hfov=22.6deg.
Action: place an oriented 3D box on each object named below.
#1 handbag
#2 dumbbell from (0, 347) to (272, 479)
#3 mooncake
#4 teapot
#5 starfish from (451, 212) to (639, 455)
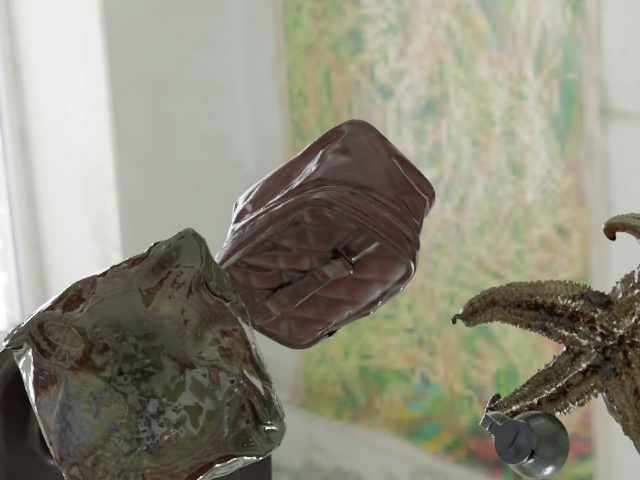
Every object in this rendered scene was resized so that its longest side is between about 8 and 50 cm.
[{"bbox_3d":[0.000,0.000,1.543,0.225,0.146,0.135,-33,-153,39],"label":"handbag"},{"bbox_3d":[-0.141,0.144,1.115,0.124,0.140,0.225,-12,-165,-35],"label":"dumbbell"},{"bbox_3d":[-0.090,0.073,0.838,0.125,0.130,0.073,-28,167,-4],"label":"mooncake"},{"bbox_3d":[0.192,0.191,1.545,0.088,0.066,0.057,34,-168,38],"label":"teapot"},{"bbox_3d":[0.299,0.121,1.678,0.303,0.312,0.113,-35,-155,8],"label":"starfish"}]
